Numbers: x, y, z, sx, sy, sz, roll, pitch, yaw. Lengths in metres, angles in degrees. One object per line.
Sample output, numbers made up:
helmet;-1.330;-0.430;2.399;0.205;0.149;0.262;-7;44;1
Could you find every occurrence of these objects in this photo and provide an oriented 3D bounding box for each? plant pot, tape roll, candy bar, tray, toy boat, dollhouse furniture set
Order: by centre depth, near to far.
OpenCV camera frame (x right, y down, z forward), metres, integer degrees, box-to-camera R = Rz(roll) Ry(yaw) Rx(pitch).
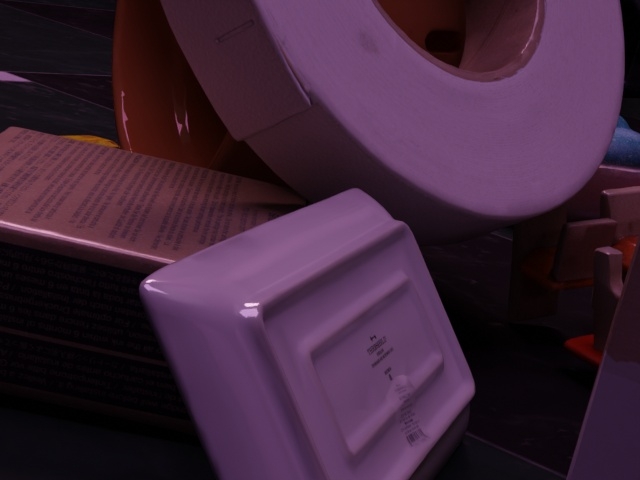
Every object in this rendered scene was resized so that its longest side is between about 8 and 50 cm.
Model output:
tray;0.016;0.054;0.585;0.030;0.145;0.270;-22;2;20
tape roll;0.054;-0.187;0.867;0.392;0.391;0.072;-1;-14;-45
dollhouse furniture set;0.287;0.063;0.901;0.259;0.135;0.262;-7;21;-27
plant pot;-0.013;-0.161;1.025;0.204;0.290;0.291;5;16;-28
candy bar;-0.223;-0.078;1.150;0.040;0.018;0.161;16;13;26
toy boat;0.302;-0.097;1.406;0.318;0.148;0.267;6;9;-16

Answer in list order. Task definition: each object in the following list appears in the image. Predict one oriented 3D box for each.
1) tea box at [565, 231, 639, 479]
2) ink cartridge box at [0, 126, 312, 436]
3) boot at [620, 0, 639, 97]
tea box;0.296;0.064;0.525;0.329;0.219;0.323;18;4;22
ink cartridge box;-0.105;0.015;0.726;0.193;0.088;0.234;14;13;-3
boot;0.105;-0.205;1.475;0.445;0.146;0.367;3;5;34
